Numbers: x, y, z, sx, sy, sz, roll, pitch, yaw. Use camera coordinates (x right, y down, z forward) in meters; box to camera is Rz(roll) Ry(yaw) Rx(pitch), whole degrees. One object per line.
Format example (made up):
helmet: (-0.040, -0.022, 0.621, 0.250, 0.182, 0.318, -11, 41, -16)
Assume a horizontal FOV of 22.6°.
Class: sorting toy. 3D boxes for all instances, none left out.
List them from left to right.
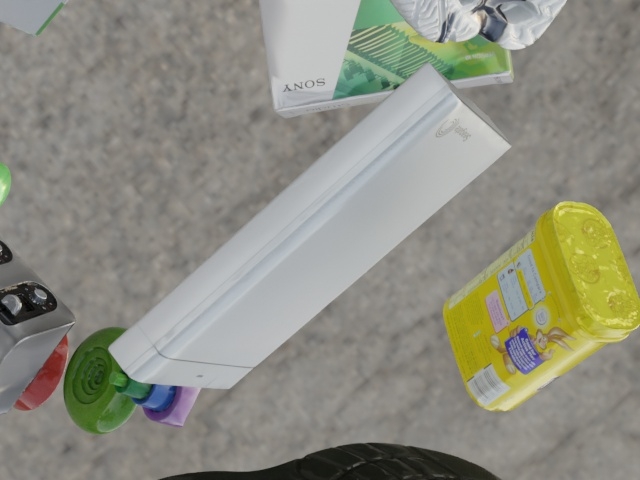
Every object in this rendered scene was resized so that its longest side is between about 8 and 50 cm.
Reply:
sorting toy: (-0.298, 0.142, 1.818, 0.126, 0.365, 0.127, 25, 78, -44)

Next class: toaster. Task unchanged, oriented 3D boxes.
toaster: (-0.384, 0.095, 1.726, 0.185, 0.168, 0.110, -51, 164, 23)

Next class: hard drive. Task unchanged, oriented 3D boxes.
hard drive: (0.000, 0.000, 1.394, 0.353, 0.047, 0.233, -42, 163, 9)

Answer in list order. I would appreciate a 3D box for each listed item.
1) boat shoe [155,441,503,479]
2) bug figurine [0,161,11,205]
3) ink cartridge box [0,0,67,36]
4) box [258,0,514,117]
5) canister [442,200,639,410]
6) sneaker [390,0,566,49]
boat shoe: (-0.002, 0.241, 1.249, 0.324, 0.122, 0.120, -2, 119, -18)
bug figurine: (-0.273, -0.035, 0.865, 0.216, 0.072, 0.279, -44, 125, -38)
ink cartridge box: (-0.286, -0.353, 1.694, 0.092, 0.219, 0.160, 21, 151, -23)
box: (0.049, -0.293, 1.529, 0.232, 0.322, 0.058, -9, 178, 11)
canister: (0.189, 0.062, 1.399, 0.073, 0.126, 0.170, 4, 148, -35)
sneaker: (0.089, -0.239, 1.292, 0.235, 0.153, 0.094, -3, 134, -51)
